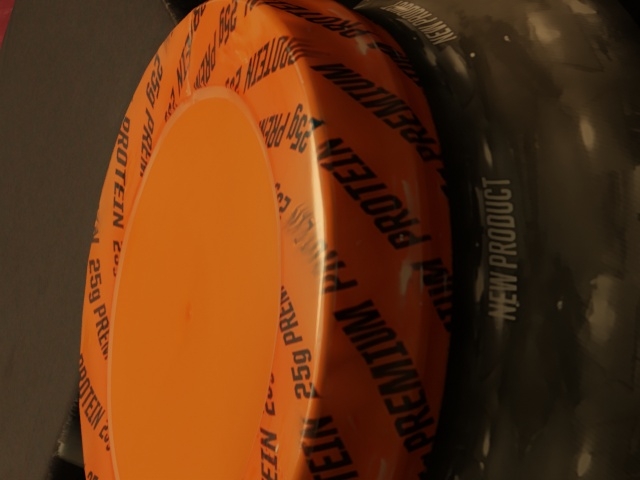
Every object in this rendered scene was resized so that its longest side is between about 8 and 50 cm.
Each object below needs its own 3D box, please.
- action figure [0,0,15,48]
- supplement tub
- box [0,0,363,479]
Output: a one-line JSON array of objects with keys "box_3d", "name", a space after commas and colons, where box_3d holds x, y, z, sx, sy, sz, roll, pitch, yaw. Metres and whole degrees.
[{"box_3d": [-0.230, -0.089, 1.434, 0.248, 0.275, 0.370, -25, 48, 54], "name": "action figure"}, {"box_3d": [0.117, 0.034, 0.568, 0.207, 0.338, 0.207, -173, 90, -65], "name": "supplement tub"}, {"box_3d": [0.016, 0.047, 0.806, 0.343, 0.312, 0.179, -69, 29, 29], "name": "box"}]
